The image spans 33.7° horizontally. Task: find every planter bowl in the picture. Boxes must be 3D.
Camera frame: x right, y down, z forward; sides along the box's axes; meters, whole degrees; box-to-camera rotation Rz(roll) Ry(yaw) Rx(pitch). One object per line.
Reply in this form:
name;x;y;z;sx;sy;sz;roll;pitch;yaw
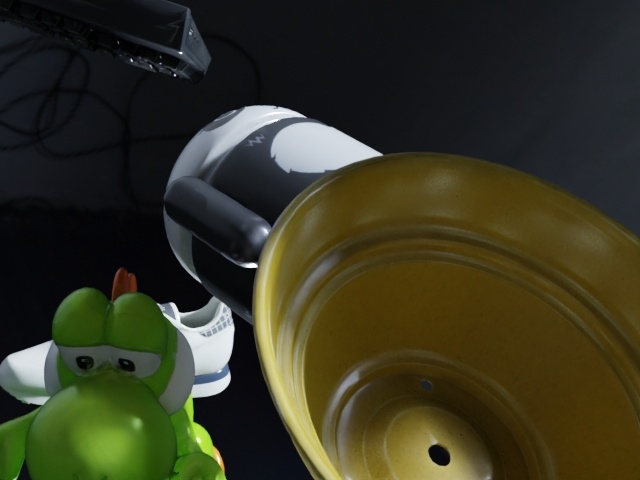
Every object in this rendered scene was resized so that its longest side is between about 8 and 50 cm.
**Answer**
planter bowl;0.064;0.070;0.439;0.217;0.217;0.090;-12;147;-33

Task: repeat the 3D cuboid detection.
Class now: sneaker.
sneaker;-0.201;0.105;1.046;0.235;0.090;0.094;-5;114;-25

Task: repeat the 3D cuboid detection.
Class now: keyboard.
keyboard;-0.218;-0.156;0.583;0.201;0.317;0.033;73;35;-83

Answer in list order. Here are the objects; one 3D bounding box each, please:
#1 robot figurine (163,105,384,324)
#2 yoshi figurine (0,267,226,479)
robot figurine;0.000;-0.002;0.838;0.173;0.278;0.209;-44;141;-18
yoshi figurine;-0.170;0.180;0.883;0.204;0.203;0.362;-28;153;-18
